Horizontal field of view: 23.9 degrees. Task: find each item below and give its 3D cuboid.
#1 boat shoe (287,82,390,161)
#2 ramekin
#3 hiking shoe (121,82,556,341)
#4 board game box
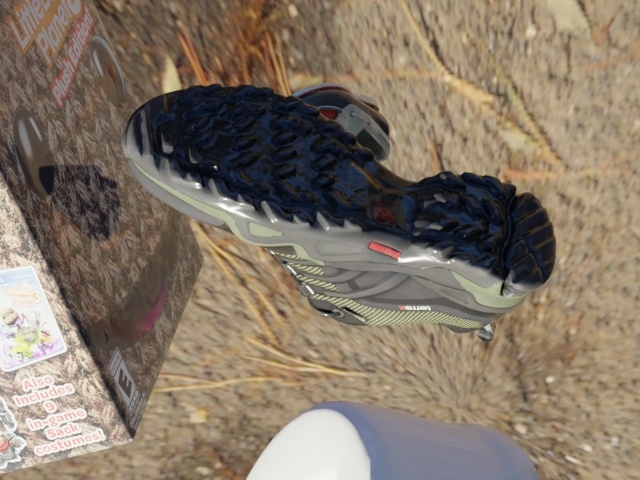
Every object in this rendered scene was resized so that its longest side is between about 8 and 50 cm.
[{"bbox_3d":[0.011,-0.082,1.083,0.049,0.137,0.043,-23,78,24],"label":"boat shoe"},{"bbox_3d":[0.029,0.248,1.078,0.135,0.277,0.277,21,85,-23],"label":"ramekin"},{"bbox_3d":[0.000,0.000,0.783,0.226,0.114,0.086,21,51,-2],"label":"hiking shoe"},{"bbox_3d":[-0.206,-0.041,0.922,0.141,0.232,0.291,-15,115,15],"label":"board game box"}]
